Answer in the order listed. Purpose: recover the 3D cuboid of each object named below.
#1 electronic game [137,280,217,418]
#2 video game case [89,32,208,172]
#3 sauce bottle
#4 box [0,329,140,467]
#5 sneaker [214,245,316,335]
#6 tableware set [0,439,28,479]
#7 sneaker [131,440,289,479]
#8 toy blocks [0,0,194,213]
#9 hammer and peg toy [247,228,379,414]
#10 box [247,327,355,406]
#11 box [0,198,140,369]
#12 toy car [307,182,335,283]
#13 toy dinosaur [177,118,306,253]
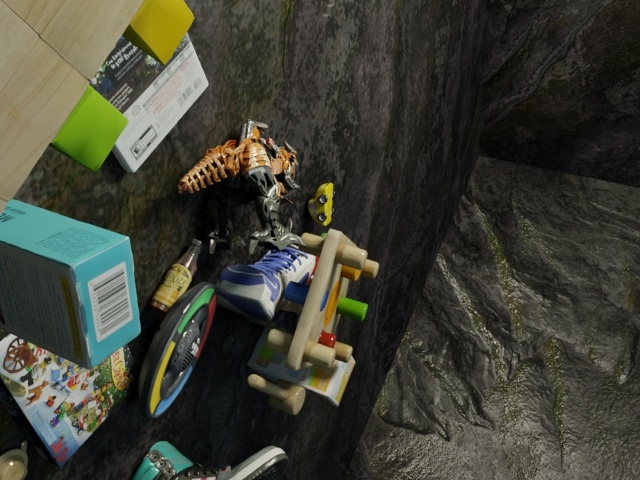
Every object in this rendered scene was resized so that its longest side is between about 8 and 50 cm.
[{"bbox_3d":[-0.223,0.173,0.890,0.229,0.048,0.229,21,90,-85],"label":"electronic game"},{"bbox_3d":[-0.231,-0.214,0.722,0.190,0.022,0.173,-60,153,-28],"label":"video game case"},{"bbox_3d":[-0.226,0.057,0.887,0.128,0.042,0.042,-67,156,-21],"label":"sauce bottle"},{"bbox_3d":[-0.329,0.159,0.716,0.159,0.044,0.233,-51,148,-42],"label":"box"},{"bbox_3d":[-0.100,0.070,1.098,0.315,0.127,0.182,60,46,-68],"label":"sneaker"},{"bbox_3d":[-0.413,0.332,0.674,0.168,0.020,0.141,-20,121,-61],"label":"tableware set"},{"bbox_3d":[-0.215,0.413,0.967,0.295,0.178,0.124,-33,143,-14],"label":"sneaker"},{"bbox_3d":[-0.276,-0.172,0.381,0.382,0.260,0.191,-62,157,-10],"label":"toy blocks"},{"bbox_3d":[-0.003,0.169,1.054,0.266,0.127,0.362,38,69,-74],"label":"hammer and peg toy"},{"bbox_3d":[-0.040,0.274,1.239,0.114,0.203,0.103,-64,155,-21],"label":"box"},{"bbox_3d":[-0.275,0.021,0.492,0.060,0.244,0.101,-40,140,-53],"label":"box"},{"bbox_3d":[0.000,0.000,1.328,0.225,0.053,0.239,47,55,-68],"label":"toy car"},{"bbox_3d":[-0.132,-0.092,0.926,0.321,0.164,0.219,-9,99,-45],"label":"toy dinosaur"}]
